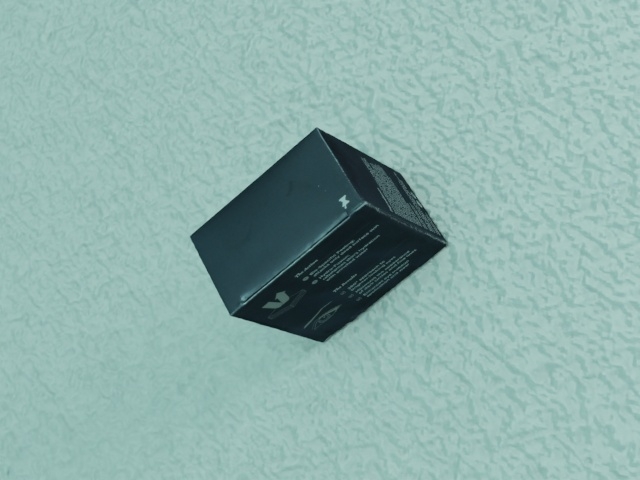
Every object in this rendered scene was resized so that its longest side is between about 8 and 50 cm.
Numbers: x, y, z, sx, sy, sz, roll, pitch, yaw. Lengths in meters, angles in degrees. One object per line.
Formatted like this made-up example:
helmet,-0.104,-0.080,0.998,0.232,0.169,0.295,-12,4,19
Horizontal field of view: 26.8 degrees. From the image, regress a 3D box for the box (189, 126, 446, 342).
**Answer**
box,0.000,0.000,1.186,0.156,0.158,0.093,-39,61,17
